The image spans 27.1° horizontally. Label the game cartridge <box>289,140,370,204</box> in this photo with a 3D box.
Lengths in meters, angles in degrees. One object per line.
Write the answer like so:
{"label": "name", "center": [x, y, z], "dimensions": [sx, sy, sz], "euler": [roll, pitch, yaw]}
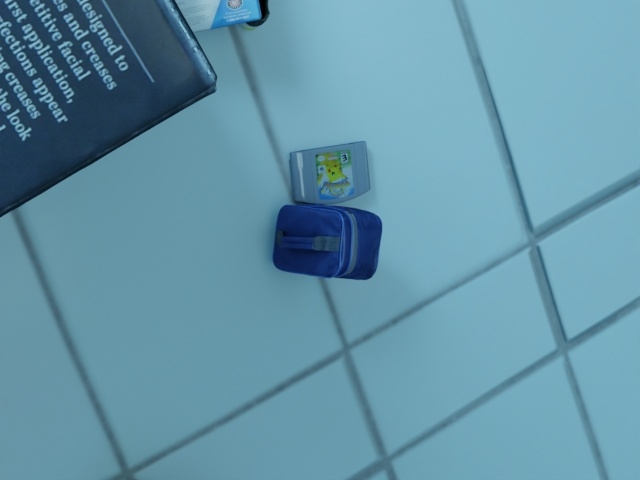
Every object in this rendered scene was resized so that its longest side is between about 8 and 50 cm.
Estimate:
{"label": "game cartridge", "center": [0.010, -0.063, 1.274], "dimensions": [0.083, 0.017, 0.056], "euler": [-12, 104, -29]}

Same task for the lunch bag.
{"label": "lunch bag", "center": [0.000, 0.000, 1.229], "dimensions": [0.065, 0.098, 0.067], "euler": [6, 90, -49]}

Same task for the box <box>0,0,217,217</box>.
{"label": "box", "center": [-0.300, -0.115, 0.854], "dimensions": [0.395, 0.293, 0.212], "euler": [-31, 112, -2]}

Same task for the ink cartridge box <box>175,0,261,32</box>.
{"label": "ink cartridge box", "center": [-0.107, -0.244, 1.150], "dimensions": [0.089, 0.052, 0.122], "euler": [-12, 103, -6]}

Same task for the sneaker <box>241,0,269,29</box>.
{"label": "sneaker", "center": [-0.061, -0.234, 1.203], "dimensions": [0.031, 0.035, 0.083], "euler": [-17, 103, -29]}
